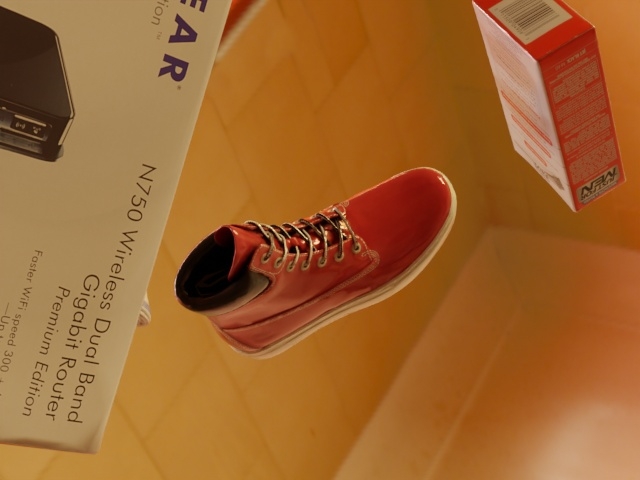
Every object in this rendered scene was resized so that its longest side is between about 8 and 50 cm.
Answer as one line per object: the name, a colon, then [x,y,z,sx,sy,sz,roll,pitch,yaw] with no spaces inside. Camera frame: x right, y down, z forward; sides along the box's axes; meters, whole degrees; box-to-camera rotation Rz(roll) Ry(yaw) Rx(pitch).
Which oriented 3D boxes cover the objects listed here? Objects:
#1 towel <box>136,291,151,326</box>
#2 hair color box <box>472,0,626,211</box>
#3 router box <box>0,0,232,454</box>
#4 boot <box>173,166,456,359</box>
towel: [-0.272,-0.048,1.539,0.034,0.209,0.285,-15,-116,18]
hair color box: [0.175,-0.111,0.942,0.053,0.167,0.093,-30,-133,-5]
router box: [-0.198,-0.088,0.569,0.082,0.301,0.335,16,-90,49]
boot: [0.000,0.000,1.045,0.244,0.176,0.088,-34,-116,1]
